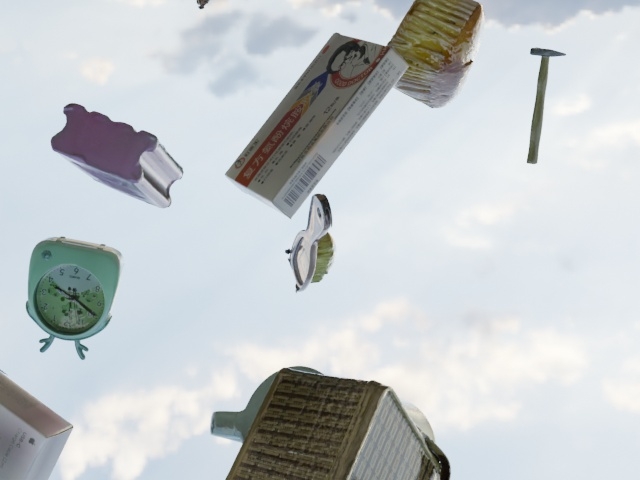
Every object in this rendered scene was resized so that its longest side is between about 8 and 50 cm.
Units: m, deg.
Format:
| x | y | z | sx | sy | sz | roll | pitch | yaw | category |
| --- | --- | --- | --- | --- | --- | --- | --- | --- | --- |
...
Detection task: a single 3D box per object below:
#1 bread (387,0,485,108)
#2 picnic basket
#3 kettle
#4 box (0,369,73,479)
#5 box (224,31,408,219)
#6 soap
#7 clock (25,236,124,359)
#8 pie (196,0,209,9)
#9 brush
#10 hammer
| x | y | z | sx | sy | sz | roll | pitch | yaw | category |
| --- | --- | --- | --- | --- | --- | --- | --- | --- | --- |
| 0.230 | -0.369 | 2.160 | 0.156 | 0.204 | 0.288 | 29 | 172 | 7 | bread |
| 0.040 | 0.338 | 1.431 | 0.175 | 0.313 | 0.228 | 5 | -127 | 31 | picnic basket |
| 0.013 | 0.321 | 1.846 | 0.265 | 0.205 | 0.318 | 34 | -176 | 35 | kettle |
| -0.612 | 0.368 | 2.061 | 0.251 | 0.203 | 0.106 | 32 | -167 | 14 | box |
| -0.011 | -0.218 | 2.045 | 0.353 | 0.069 | 0.214 | -51 | -147 | -5 | box |
| -0.248 | -0.101 | 1.381 | 0.122 | 0.066 | 0.203 | 22 | 175 | 6 | soap |
| -0.441 | 0.103 | 1.962 | 0.159 | 0.211 | 0.066 | 13 | -171 | -3 | clock |
| -0.137 | -0.372 | 1.285 | 0.033 | 0.191 | 0.088 | -18 | -177 | -43 | pie |
| 0.001 | -0.002 | 1.657 | 0.067 | 0.313 | 0.072 | -17 | -108 | -14 | brush |
| 0.376 | -0.227 | 1.890 | 0.062 | 0.199 | 0.013 | 2 | -164 | -9 | hammer |
